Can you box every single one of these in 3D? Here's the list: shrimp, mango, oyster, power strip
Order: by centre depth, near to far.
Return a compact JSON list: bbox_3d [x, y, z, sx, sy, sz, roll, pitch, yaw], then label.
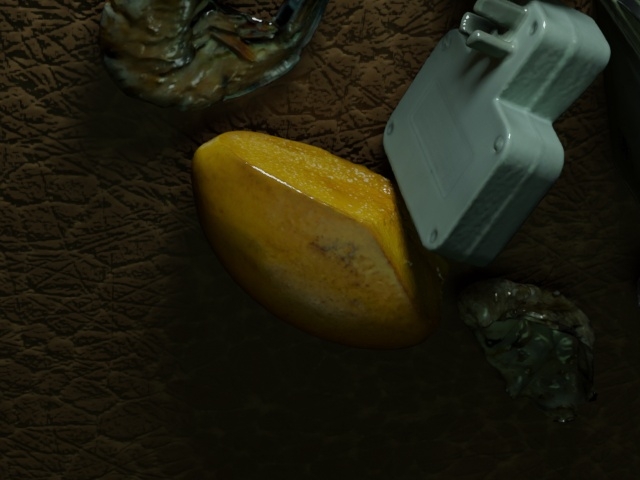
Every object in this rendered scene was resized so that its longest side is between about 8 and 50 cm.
[{"bbox_3d":[-0.075,-0.270,1.392,0.233,0.071,0.365,17,123,-38],"label":"shrimp"},{"bbox_3d":[0.163,-0.138,1.450,0.141,0.229,0.261,19,123,-26],"label":"power strip"},{"bbox_3d":[0.000,0.000,1.557,0.350,0.201,0.199,30,88,-24],"label":"mango"},{"bbox_3d":[0.275,0.142,1.825,0.166,0.094,0.294,-3,143,12],"label":"oyster"}]

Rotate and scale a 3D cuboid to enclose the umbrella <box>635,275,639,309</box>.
[{"bbox_3d":[0.576,0.109,1.798,0.358,0.113,0.106,21,115,-7],"label":"umbrella"}]

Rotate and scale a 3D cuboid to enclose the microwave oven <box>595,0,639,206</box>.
[{"bbox_3d":[0.471,-0.112,1.445,0.247,0.394,0.333,-18,132,1],"label":"microwave oven"}]
